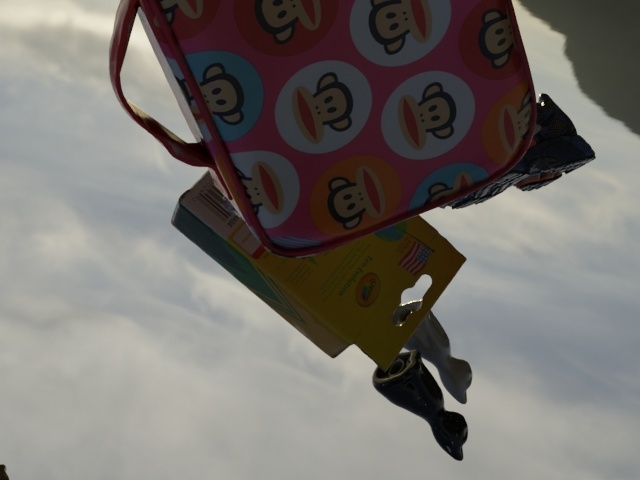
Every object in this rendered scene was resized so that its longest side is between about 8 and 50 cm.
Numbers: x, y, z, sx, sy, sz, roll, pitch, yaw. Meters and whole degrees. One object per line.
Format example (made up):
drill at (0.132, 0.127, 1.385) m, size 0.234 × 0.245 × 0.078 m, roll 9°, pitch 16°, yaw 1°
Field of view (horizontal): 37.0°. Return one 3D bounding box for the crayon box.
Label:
crayon box at (0.000, 0.000, 1.194) m, size 0.318 × 0.081 × 0.202 m, roll 41°, pitch -117°, yaw 0°

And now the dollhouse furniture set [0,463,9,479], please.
dollhouse furniture set at (-0.393, 0.312, 1.021) m, size 0.101 × 0.182 × 0.161 m, roll -3°, pitch -147°, yaw 3°

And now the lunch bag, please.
lunch bag at (-0.009, -0.135, 0.621) m, size 0.258 × 0.293 × 0.120 m, roll -24°, pitch -147°, yaw -7°

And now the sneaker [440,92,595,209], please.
sneaker at (0.157, -0.086, 0.871) m, size 0.221 × 0.083 × 0.087 m, roll -12°, pitch -106°, yaw -44°

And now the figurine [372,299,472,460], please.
figurine at (0.190, 0.232, 1.612) m, size 0.209 × 0.092 × 0.215 m, roll 51°, pitch -149°, yaw -22°
